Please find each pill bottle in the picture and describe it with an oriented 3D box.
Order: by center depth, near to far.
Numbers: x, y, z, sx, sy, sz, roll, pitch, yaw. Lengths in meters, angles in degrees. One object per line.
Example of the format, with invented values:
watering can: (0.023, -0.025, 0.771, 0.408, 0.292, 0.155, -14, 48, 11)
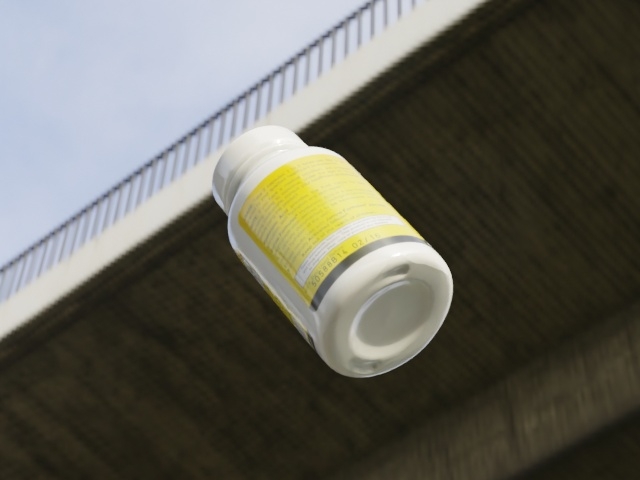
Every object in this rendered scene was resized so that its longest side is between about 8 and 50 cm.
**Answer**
pill bottle: (0.000, 0.000, 0.679, 0.065, 0.116, 0.065, -21, -46, -23)
